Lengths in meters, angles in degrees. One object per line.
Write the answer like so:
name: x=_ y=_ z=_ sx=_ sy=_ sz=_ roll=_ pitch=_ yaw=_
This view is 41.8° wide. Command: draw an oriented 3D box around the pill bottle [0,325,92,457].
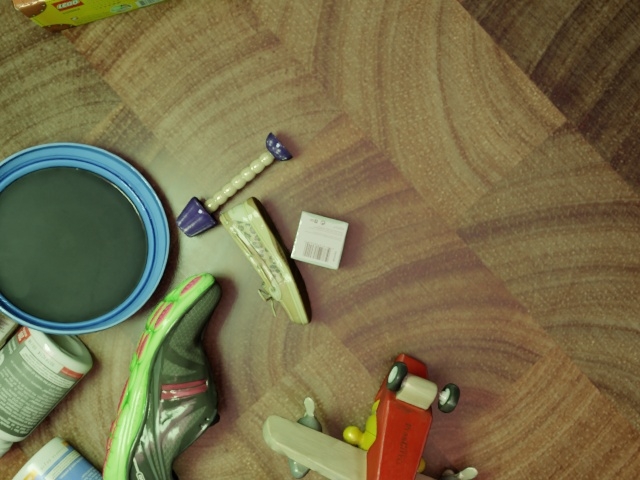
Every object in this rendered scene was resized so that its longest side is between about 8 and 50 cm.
pill bottle: x=-0.619 y=0.305 z=1.713 sx=0.161 sy=0.161 sz=0.283 roll=43 pitch=91 yaw=2

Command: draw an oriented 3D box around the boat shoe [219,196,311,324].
boat shoe: x=-0.106 y=0.052 z=1.726 sx=0.089 sy=0.104 sz=0.285 roll=-26 pitch=91 yaw=7

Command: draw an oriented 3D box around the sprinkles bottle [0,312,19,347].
sprinkles bottle: x=-0.694 y=0.168 z=1.737 sx=0.121 sy=0.121 sz=0.355 roll=41 pitch=91 yaw=2

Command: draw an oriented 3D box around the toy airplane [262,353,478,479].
toy airplane: x=0.121 y=0.454 z=1.635 sx=0.384 sy=0.272 sz=0.386 roll=-20 pitch=73 yaw=-30

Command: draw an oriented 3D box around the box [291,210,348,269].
box: x=0.000 y=0.000 z=1.730 sx=0.101 sy=0.087 sz=0.102 roll=15 pitch=89 yaw=2

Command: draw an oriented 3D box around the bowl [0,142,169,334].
bowl: x=-0.501 y=-0.001 z=1.674 sx=0.391 sy=0.077 sz=0.391 roll=6 pitch=73 yaw=-22

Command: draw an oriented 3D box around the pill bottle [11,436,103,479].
pill bottle: x=-0.492 y=0.546 z=1.712 sx=0.272 sy=0.152 sz=0.152 roll=41 pitch=91 yaw=2

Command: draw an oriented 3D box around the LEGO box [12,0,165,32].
LEGO box: x=-0.393 y=-0.683 z=1.695 sx=0.500 sy=0.193 sz=0.373 roll=-16 pitch=89 yaw=2

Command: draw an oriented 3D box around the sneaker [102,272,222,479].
sneaker: x=-0.292 y=0.296 z=1.718 sx=0.202 sy=0.185 sz=0.483 roll=18 pitch=94 yaw=-16

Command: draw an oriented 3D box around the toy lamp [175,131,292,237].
toy lamp: x=-0.184 y=-0.111 z=1.742 sx=0.274 sy=0.080 sz=0.080 roll=-42 pitch=88 yaw=2
